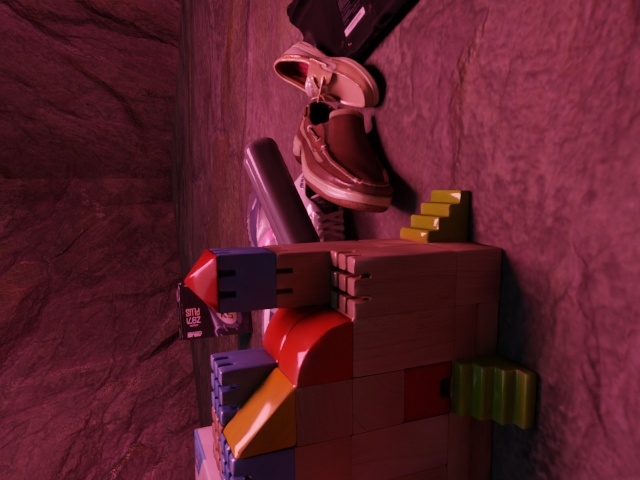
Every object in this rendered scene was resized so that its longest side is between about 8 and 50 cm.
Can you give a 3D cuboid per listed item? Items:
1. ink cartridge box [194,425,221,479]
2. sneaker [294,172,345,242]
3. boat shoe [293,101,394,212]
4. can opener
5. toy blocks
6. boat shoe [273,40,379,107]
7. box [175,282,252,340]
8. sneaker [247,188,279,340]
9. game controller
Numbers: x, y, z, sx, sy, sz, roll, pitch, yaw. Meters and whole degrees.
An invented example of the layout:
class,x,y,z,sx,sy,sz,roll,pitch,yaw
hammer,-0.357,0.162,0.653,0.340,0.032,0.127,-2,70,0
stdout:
class,x,y,z,sx,sy,sz,roll,pitch,yaw
ink cartridge box,-0.121,0.505,0.940,0.198,0.197,0.270,-152,61,-65
sneaker,0.000,0.000,0.730,0.095,0.090,0.235,-47,51,48
boat shoe,0.021,-0.121,0.644,0.257,0.095,0.095,-128,46,-56
can opener,-0.016,-0.007,0.662,0.280,0.093,0.074,61,163,7
toy blocks,0.020,0.149,0.452,0.191,0.261,0.381,-162,71,-67
boat shoe,0.003,-0.207,0.657,0.170,0.059,0.063,37,153,37
box,-0.280,0.179,1.319,0.077,0.180,0.147,154,111,-67
sneaker,-0.037,0.035,0.825,0.131,0.112,0.319,-26,71,49
game controller,0.040,-0.319,0.617,0.166,0.067,0.319,67,158,0
